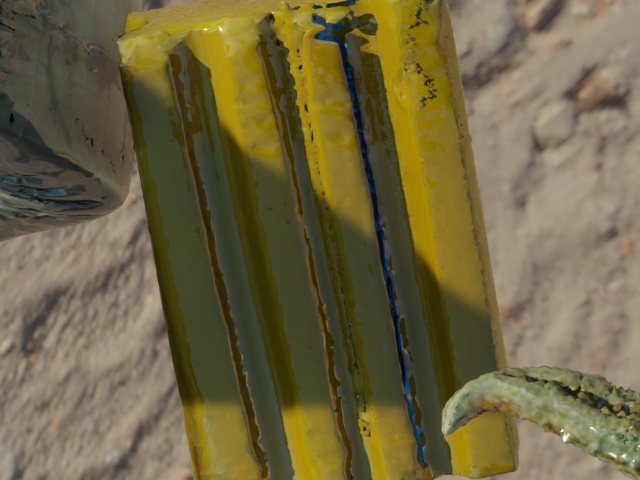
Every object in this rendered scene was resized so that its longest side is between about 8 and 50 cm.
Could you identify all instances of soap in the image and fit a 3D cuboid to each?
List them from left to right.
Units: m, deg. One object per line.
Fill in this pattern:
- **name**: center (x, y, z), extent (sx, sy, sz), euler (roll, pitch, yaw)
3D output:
- **soap**: center (0.000, -0.001, 1.155), extent (0.204, 0.096, 0.324), euler (-9, 110, 2)

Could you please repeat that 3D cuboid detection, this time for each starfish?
- **starfish**: center (0.263, 0.083, 0.791), extent (0.358, 0.347, 0.078), euler (-9, 102, -34)

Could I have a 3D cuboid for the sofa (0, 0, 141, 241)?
- **sofa**: center (-0.247, -0.111, 1.275), extent (0.225, 0.176, 0.210), euler (-10, 66, 32)
